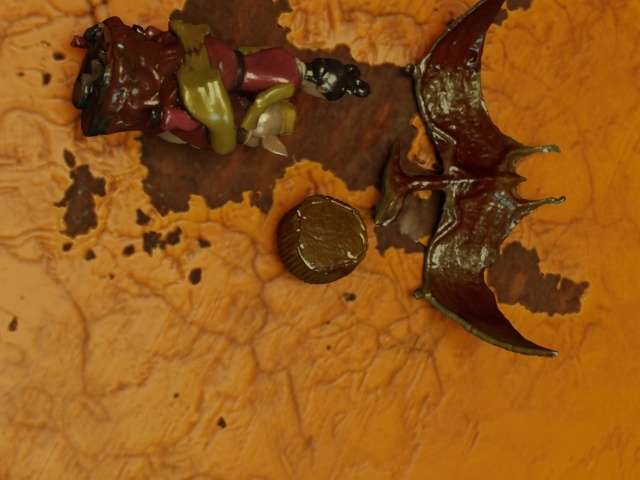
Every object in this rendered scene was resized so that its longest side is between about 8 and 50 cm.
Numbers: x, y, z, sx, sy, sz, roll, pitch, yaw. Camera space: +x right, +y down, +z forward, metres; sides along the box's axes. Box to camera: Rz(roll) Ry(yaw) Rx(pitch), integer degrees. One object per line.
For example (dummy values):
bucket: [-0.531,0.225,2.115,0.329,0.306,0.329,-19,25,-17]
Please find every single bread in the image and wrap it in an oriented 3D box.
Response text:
bread: [0.000,0.000,1.279,0.085,0.053,0.085,6,74,-22]

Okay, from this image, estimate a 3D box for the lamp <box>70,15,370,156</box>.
lamp: [-0.089,-0.131,1.216,0.253,0.118,0.118,4,87,-27]

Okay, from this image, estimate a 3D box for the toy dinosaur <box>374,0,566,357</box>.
toy dinosaur: [0.163,-0.072,1.321,0.207,0.113,0.327,24,77,-21]
